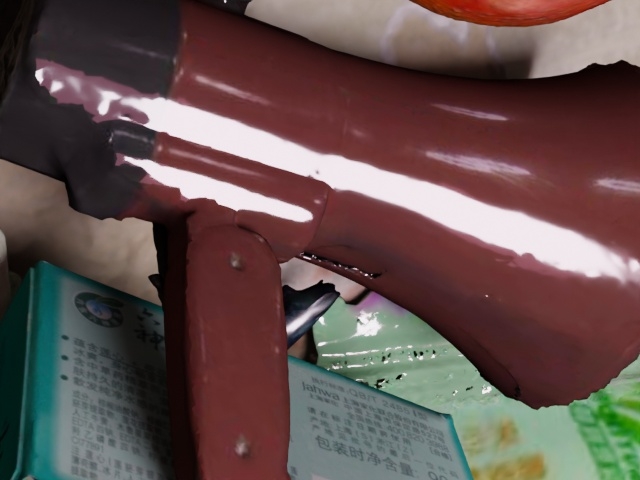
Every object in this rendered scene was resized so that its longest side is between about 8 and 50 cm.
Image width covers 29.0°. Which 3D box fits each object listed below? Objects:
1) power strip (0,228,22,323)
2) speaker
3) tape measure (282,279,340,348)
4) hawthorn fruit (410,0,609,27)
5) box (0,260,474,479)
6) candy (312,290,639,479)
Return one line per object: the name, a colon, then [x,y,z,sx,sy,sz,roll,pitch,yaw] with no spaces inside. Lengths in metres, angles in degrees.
power strip: [-0.271,0.054,0.578,0.270,0.046,0.118,-9,116,-23]
speaker: [-0.001,0.005,0.600,0.329,0.198,0.259,9,80,-26]
tape measure: [-0.077,0.201,0.716,0.351,0.098,0.215,-43,116,-10]
hawthorn fruit: [0.090,-0.183,0.588,0.173,0.173,0.173,-11,117,-23]
box: [-0.041,0.123,0.578,0.245,0.153,0.092,23,117,-22]
candy: [0.126,0.219,0.796,0.263,0.172,0.398,-8,103,-29]
